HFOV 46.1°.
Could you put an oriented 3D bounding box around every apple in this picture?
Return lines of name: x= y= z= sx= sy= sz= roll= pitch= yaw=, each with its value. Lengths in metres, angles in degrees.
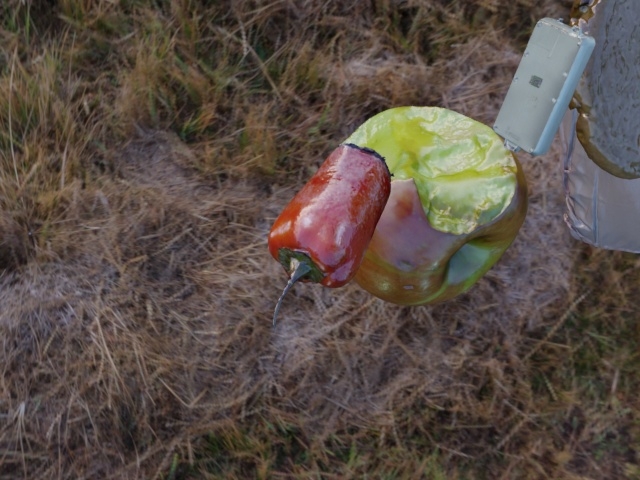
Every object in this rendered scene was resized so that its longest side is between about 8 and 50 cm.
apple: x=0.115 y=-0.050 z=0.913 sx=0.246 sy=0.246 sz=0.226 roll=-27 pitch=59 yaw=-19

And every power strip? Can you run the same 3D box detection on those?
power strip: x=0.144 y=-0.099 z=0.490 sx=0.016 sy=0.040 sz=0.090 roll=-10 pitch=129 yaw=-40

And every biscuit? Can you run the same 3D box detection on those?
biscuit: x=0.293 y=-0.162 z=0.666 sx=0.226 sy=0.042 sz=0.225 roll=-6 pitch=102 yaw=-31

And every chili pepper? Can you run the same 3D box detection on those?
chili pepper: x=0.000 y=0.000 z=0.664 sx=0.086 sy=0.084 sz=0.192 roll=41 pitch=59 yaw=-22

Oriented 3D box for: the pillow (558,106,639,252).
pillow: x=0.368 y=-0.100 z=0.887 sx=0.067 sy=0.174 sz=0.270 roll=-52 pitch=135 yaw=-48
